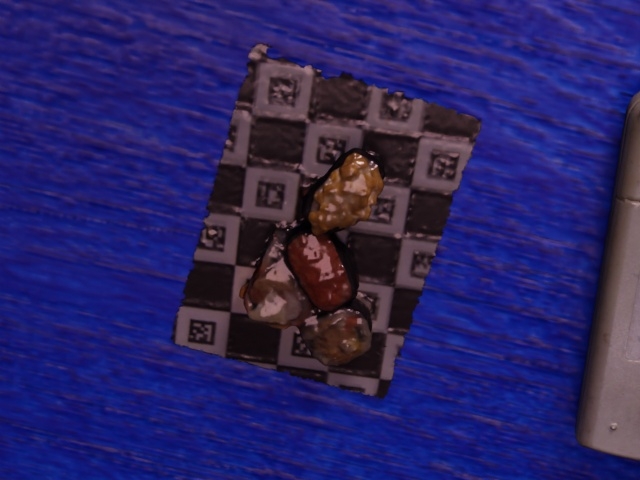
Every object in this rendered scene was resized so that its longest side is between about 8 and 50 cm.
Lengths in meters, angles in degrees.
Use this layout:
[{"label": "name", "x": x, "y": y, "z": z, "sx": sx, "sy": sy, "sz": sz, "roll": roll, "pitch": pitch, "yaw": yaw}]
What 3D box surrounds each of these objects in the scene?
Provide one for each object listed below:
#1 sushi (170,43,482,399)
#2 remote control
[{"label": "sushi", "x": 0.000, "y": 0.000, "z": 0.885, "sx": 0.139, "sy": 0.031, "sz": 0.201, "roll": 15, "pitch": 115, "yaw": -4}, {"label": "remote control", "x": 0.208, "y": 0.023, "z": 0.882, "sx": 0.098, "sy": 0.038, "sz": 0.234, "roll": 4, "pitch": 117, "yaw": 2}]
